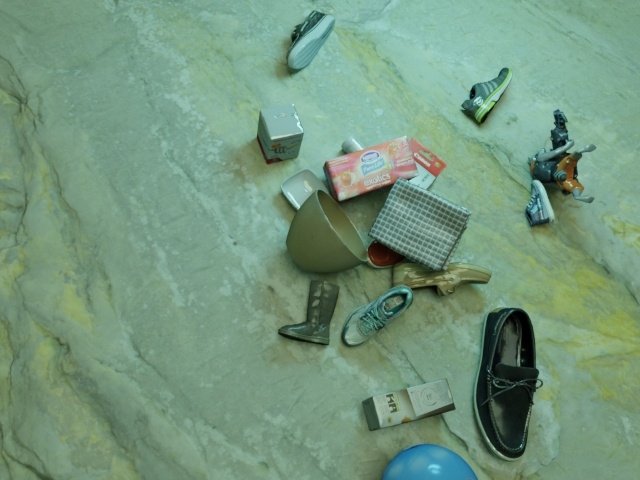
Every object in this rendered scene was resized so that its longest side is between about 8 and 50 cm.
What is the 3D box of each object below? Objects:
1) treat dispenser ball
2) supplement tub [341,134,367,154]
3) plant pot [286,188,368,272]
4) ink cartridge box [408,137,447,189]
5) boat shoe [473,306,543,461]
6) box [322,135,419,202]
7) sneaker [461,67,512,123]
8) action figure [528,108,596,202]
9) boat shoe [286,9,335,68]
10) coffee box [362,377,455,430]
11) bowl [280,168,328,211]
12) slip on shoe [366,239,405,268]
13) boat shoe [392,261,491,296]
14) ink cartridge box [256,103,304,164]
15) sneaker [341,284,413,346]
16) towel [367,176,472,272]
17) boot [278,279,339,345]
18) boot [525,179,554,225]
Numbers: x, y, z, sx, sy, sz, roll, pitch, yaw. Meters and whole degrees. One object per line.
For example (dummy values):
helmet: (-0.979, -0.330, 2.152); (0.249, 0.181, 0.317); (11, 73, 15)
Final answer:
treat dispenser ball: (0.308, 0.723, 1.508); (0.288, 0.288, 0.288); (3, 68, -9)
supplement tub: (0.137, -0.336, 2.018); (0.071, 0.071, 0.107); (-37, 78, -21)
plant pot: (0.000, 0.000, 1.779); (0.191, 0.284, 0.284); (-35, 75, 16)
ink cartridge box: (0.362, -0.283, 2.048); (0.181, 0.056, 0.224); (40, 69, 7)
boat shoe: (0.610, 0.448, 1.746); (0.187, 0.156, 0.499); (12, 68, -7)
box: (0.174, -0.247, 1.904); (0.300, 0.142, 0.154); (-18, 90, -5)
sneaker: (0.687, -0.618, 2.212); (0.121, 0.111, 0.300); (34, 65, 9)
action figure: (0.882, -0.304, 2.011); (0.179, 0.330, 0.341); (-19, 104, -4)
boat shoe: (-0.064, -0.804, 2.159); (0.119, 0.121, 0.335); (27, 55, 10)
coffee box: (0.270, 0.509, 1.667); (0.247, 0.141, 0.098); (-10, 70, -13)
bowl: (-0.060, -0.172, 1.928); (0.142, 0.053, 0.142); (-34, 79, -21)
slip on shoe: (0.302, 0.000, 1.898); (0.331, 0.101, 0.123); (-21, 75, -16)
boat shoe: (0.418, 0.141, 1.860); (0.341, 0.121, 0.110); (2, 72, 1)
ink cartridge box: (-0.146, -0.380, 1.928); (0.128, 0.176, 0.127); (-16, 72, -15)
sneaker: (0.181, 0.238, 1.747); (0.283, 0.122, 0.110); (-40, 83, -3)
towel: (0.330, -0.051, 1.777); (0.284, 0.121, 0.235); (27, 92, 12)
boot: (-0.035, 0.226, 1.762); (0.190, 0.076, 0.208); (15, 73, -19)
boot: (0.823, -0.146, 2.070); (0.086, 0.069, 0.189); (-13, 59, 5)
